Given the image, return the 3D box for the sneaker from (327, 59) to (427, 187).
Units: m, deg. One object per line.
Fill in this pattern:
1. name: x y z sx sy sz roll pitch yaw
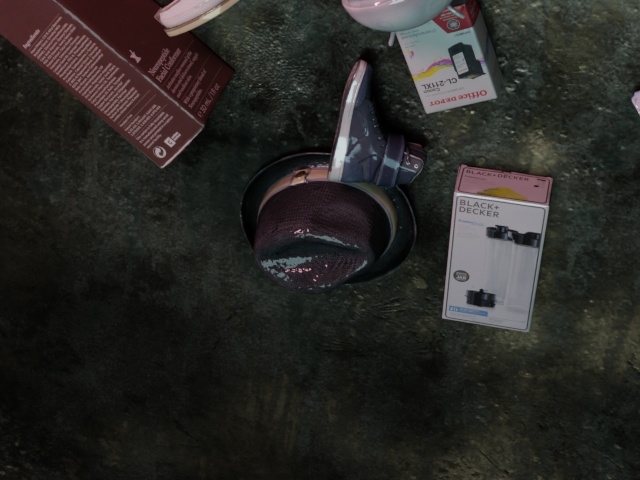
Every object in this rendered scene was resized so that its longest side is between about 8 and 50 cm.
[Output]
1. sneaker: 0.109 -0.193 2.104 0.163 0.086 0.226 10 122 0

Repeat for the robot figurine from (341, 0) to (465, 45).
1. robot figurine: 0.090 -0.458 1.825 0.299 0.200 0.353 -10 123 30

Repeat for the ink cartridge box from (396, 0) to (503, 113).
1. ink cartridge box: 0.207 -0.304 1.991 0.127 0.072 0.175 -11 122 23

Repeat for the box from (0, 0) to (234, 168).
1. box: -0.344 -0.324 2.072 0.381 0.191 0.143 39 128 -15

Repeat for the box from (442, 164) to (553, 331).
1. box: 0.310 0.017 2.197 0.169 0.087 0.290 10 129 9

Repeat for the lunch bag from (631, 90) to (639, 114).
1. lunch bag: 0.545 -0.215 1.970 0.071 0.053 0.083 -35 102 33

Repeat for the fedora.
1. fedora: 0.000 0.000 2.238 0.333 0.152 0.334 9 129 11

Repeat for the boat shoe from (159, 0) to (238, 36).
1. boat shoe: -0.147 -0.439 1.980 0.302 0.113 0.103 -29 113 21
